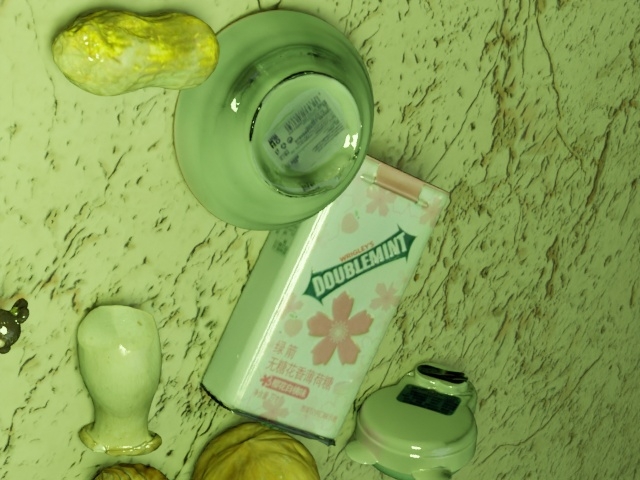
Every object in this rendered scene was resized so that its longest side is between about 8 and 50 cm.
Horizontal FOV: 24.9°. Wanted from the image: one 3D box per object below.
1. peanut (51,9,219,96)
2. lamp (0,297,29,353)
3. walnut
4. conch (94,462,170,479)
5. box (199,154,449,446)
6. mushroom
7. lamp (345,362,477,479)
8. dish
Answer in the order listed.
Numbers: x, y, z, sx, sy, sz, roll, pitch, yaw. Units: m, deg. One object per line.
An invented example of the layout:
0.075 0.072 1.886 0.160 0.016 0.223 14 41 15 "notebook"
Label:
-0.186 -0.191 1.480 0.206 0.087 0.087 -10 120 -50 "peanut"
-0.394 0.140 1.411 0.253 0.118 0.118 -52 144 -3 "lamp"
-0.083 0.344 1.874 0.195 0.195 0.222 -31 134 -37 "walnut"
-0.214 0.331 1.797 0.330 0.109 0.093 60 24 -67 "conch"
0.003 0.066 1.839 0.190 0.112 0.370 24 95 -31 "box"
-0.229 0.163 1.662 0.097 0.088 0.213 -17 132 -33 "mushroom"
0.148 0.278 2.148 0.246 0.179 0.108 -49 152 -52 "lamp"
-0.032 -0.126 1.643 0.260 0.085 0.260 -10 110 -28 "dish"
